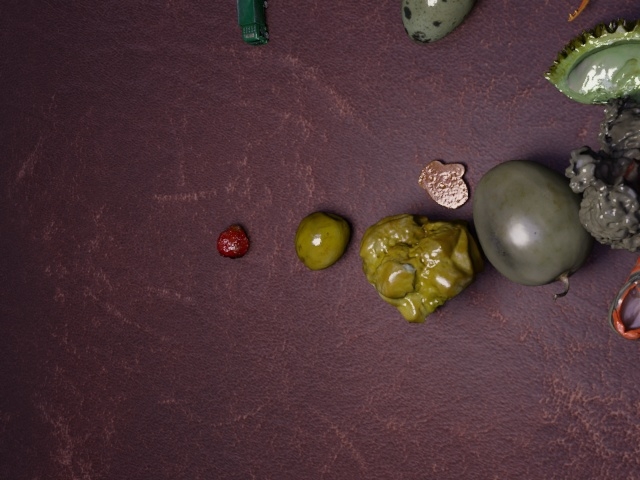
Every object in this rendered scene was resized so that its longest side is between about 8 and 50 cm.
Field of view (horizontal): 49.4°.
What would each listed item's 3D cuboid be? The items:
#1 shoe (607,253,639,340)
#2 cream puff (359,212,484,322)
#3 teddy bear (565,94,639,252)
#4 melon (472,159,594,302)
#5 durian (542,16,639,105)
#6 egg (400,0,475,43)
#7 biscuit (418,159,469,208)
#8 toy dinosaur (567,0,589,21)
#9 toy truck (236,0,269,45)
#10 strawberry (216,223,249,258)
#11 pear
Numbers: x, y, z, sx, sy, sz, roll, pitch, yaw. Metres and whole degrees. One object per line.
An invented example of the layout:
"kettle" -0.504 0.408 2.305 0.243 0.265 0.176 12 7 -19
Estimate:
"shoe" 0.735 0.081 1.504 0.132 0.171 0.336 35 109 20
"cream puff" 0.240 0.033 1.680 0.274 0.323 0.270 41 97 8
"teddy bear" 0.667 -0.149 1.435 0.357 0.224 0.368 9 71 -16
"melon" 0.479 -0.037 1.576 0.271 0.272 0.308 -25 92 26
"durian" 0.692 -0.373 1.503 0.394 0.163 0.198 19 105 17
"egg" 0.279 -0.581 1.674 0.177 0.177 0.228 36 125 19
"biscuit" 0.323 -0.148 1.770 0.118 0.023 0.140 -46 74 22
"toy dinosaur" 0.633 -0.625 1.556 0.288 0.070 0.117 -47 63 18
"toy truck" -0.188 -0.625 1.951 0.065 0.079 0.147 -2 96 26
"strawberry" -0.255 0.004 2.026 0.106 0.106 0.106 2 95 26
"pear" 0.000 0.000 1.872 0.149 0.149 0.162 35 101 19
